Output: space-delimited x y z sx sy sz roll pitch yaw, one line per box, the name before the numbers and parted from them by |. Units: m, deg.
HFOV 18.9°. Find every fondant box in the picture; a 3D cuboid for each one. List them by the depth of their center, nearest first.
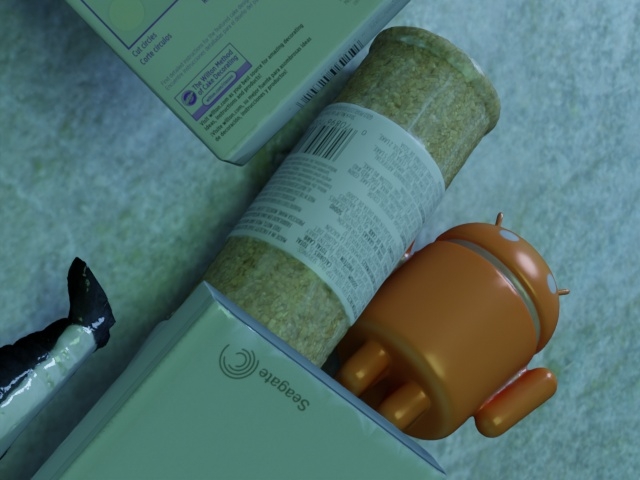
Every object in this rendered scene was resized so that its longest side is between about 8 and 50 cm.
fondant box | -0.088 -0.247 1.272 0.238 0.096 0.330 -44 87 4

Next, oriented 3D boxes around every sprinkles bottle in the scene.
sprinkles bottle | 0.000 0.000 1.450 0.121 0.121 0.355 47 65 -25

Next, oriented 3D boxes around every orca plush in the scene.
orca plush | -0.260 0.111 1.288 0.102 0.151 0.287 38 69 6

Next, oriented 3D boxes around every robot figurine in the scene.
robot figurine | 0.099 0.069 1.516 0.219 0.158 0.128 -39 133 -28

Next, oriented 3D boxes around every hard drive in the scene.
hard drive | -0.109 0.229 1.333 0.233 0.047 0.353 39 94 -27
